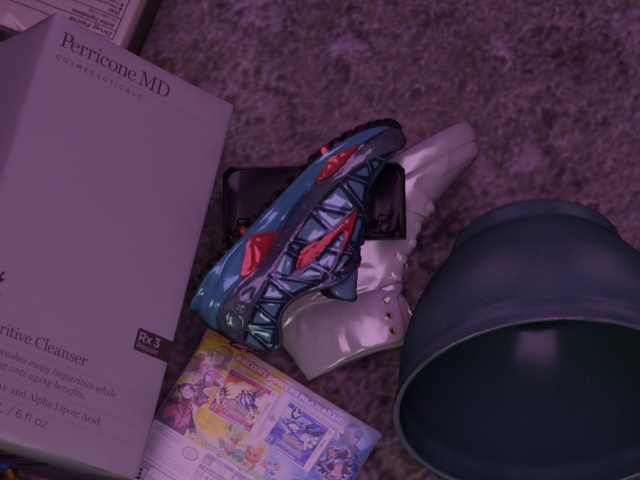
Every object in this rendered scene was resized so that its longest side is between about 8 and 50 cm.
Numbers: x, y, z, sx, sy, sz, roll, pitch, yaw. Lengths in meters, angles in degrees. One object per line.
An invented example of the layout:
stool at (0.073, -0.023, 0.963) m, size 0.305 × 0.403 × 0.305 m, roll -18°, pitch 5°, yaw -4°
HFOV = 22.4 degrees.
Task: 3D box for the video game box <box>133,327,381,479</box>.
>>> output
video game box at (-0.074, 0.218, 1.600) m, size 0.205 × 0.048 × 0.187 m, roll 32°, pitch 79°, yaw 3°

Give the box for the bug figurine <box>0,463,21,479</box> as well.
bug figurine at (-0.389, 0.133, 1.555) m, size 0.216 × 0.072 × 0.279 m, roll -19°, pitch 93°, yaw -4°

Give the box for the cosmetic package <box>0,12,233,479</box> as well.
cosmetic package at (-0.243, 0.013, 1.501) m, size 0.217 × 0.156 × 0.385 m, roll 24°, pitch 69°, yaw -32°

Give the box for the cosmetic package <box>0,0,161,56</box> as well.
cosmetic package at (-0.221, -0.310, 1.666) m, size 0.153 × 0.129 × 0.296 m, roll 23°, pitch 76°, yaw -1°

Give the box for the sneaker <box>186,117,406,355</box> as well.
sneaker at (0.000, 0.000, 1.527) m, size 0.125 × 0.104 × 0.262 m, roll 44°, pitch 90°, yaw -1°

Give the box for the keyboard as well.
keyboard at (-0.006, -0.020, 1.581) m, size 0.180 × 0.023 × 0.108 m, roll -2°, pitch 76°, yaw 6°

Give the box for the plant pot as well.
plant pot at (0.215, 0.086, 1.554) m, size 0.293 × 0.293 × 0.196 m, roll 4°, pitch 50°, yaw -4°

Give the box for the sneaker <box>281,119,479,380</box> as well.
sneaker at (0.071, 0.019, 1.633) m, size 0.292 × 0.108 × 0.169 m, roll -36°, pitch 84°, yaw -1°
